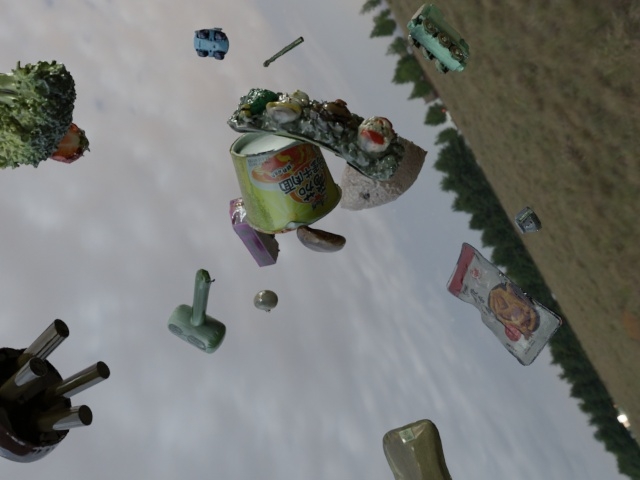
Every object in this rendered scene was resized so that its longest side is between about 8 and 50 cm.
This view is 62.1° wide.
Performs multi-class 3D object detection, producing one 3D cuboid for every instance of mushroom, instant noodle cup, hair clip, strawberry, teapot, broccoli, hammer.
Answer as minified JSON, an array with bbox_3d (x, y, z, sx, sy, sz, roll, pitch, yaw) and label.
[{"bbox_3d":[0.000,0.000,1.215,0.123,0.123,0.052,21,-102,-62],"label":"mushroom"},{"bbox_3d":[-0.094,-0.171,1.318,0.264,0.264,0.200,-88,-17,-58],"label":"instant noodle cup"},{"bbox_3d":[-0.003,-0.211,0.930,0.091,0.321,0.138,101,-169,-47],"label":"hair clip"},{"bbox_3d":[-0.784,-0.285,1.576,0.187,0.082,0.147,3,-128,-26],"label":"strawberry"},{"bbox_3d":[0.575,-0.056,1.482,0.088,0.057,0.066,49,-167,-40],"label":"teapot"},{"bbox_3d":[-0.661,-0.290,1.133,0.243,0.263,0.247,17,-140,-30],"label":"broccoli"},{"bbox_3d":[-0.401,0.219,1.772,0.206,0.336,0.119,25,-143,12],"label":"hammer"},{"bbox_3d":[-0.184,0.212,1.798,0.085,0.085,0.079,-97,4,-51],"label":"mushroom"}]

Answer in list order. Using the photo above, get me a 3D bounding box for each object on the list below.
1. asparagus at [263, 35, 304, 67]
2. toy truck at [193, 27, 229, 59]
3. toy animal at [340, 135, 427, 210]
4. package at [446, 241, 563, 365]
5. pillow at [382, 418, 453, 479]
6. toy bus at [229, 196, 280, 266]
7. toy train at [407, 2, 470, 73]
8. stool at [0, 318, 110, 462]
[{"bbox_3d":[-0.092,-0.457,1.291,0.015,0.127,0.018,52,-146,-22],"label":"asparagus"},{"bbox_3d":[-0.229,-0.423,1.120,0.073,0.056,0.090,4,-143,-12],"label":"toy truck"},{"bbox_3d":[0.215,-0.242,1.797,0.188,0.358,0.227,40,155,43],"label":"toy animal"},{"bbox_3d":[0.354,0.123,1.060,0.239,0.030,0.154,48,145,34],"label":"package"},{"bbox_3d":[0.205,0.481,1.068,0.033,0.130,0.218,42,-154,-61],"label":"pillow"},{"bbox_3d":[-0.221,-0.026,1.806,0.274,0.090,0.112,63,-161,-49],"label":"toy bus"},{"bbox_3d":[0.321,-0.539,1.423,0.194,0.080,0.125,35,-119,-15],"label":"toy train"},{"bbox_3d":[-0.626,0.333,1.198,0.272,0.178,0.272,58,-174,-9],"label":"stool"}]
